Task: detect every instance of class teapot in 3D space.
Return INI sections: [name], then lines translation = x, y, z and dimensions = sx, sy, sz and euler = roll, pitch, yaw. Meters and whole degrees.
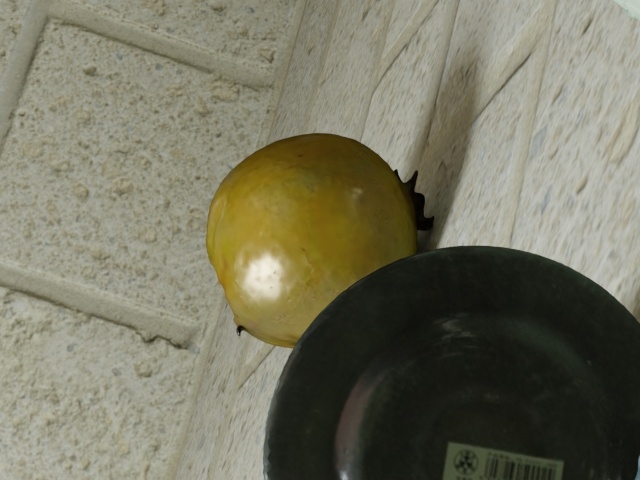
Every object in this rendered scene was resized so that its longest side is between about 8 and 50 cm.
[teapot]
translation = 0.066, 0.169, 1.026
dimensions = 0.322, 0.239, 0.239
euler = -59, -4, -7

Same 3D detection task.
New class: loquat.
[loquat]
translation = 0.000, 0.000, 1.758
dimensions = 0.244, 0.244, 0.244
euler = -161, 90, -80

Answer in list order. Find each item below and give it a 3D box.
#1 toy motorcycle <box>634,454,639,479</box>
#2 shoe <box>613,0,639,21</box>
[toy motorcycle]
translation = 0.200, 0.139, 0.673
dimensions = 0.206, 0.154, 0.260
euler = -50, 7, -27
[shoe]
translation = 0.223, -0.121, 0.932
dimensions = 0.265, 0.095, 0.110
euler = 26, 123, 58
